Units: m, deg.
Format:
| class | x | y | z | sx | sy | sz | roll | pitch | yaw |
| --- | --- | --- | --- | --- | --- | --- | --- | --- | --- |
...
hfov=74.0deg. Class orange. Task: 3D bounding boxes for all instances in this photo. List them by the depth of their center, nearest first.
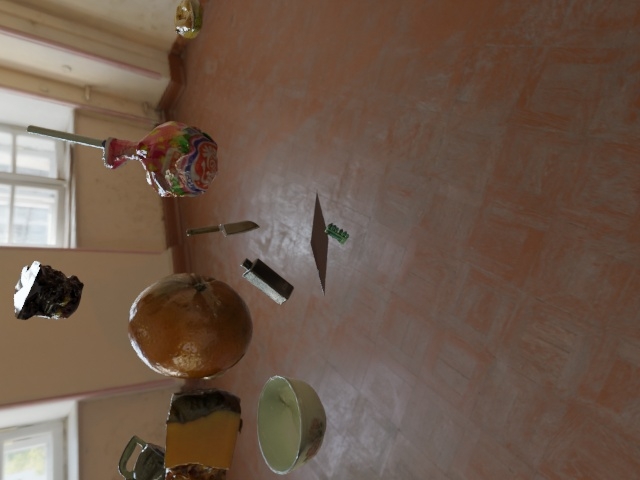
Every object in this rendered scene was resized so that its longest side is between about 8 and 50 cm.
| class | x | y | z | sx | sy | sz | roll | pitch | yaw |
| --- | --- | --- | --- | --- | --- | --- | --- | --- | --- |
| orange | -0.250 | 0.160 | 0.840 | 0.240 | 0.239 | 0.172 | 39 | 114 | 46 |

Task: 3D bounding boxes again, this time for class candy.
| class | x | y | z | sx | sy | sz | roll | pitch | yaw |
| --- | --- | --- | --- | --- | --- | --- | --- | --- | --- |
| candy | -0.341 | -0.156 | 0.707 | 0.364 | 0.124 | 0.124 | 13 | 99 | 12 |

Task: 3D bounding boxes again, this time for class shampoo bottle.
| class | x | y | z | sx | sy | sz | roll | pitch | yaw |
| --- | --- | --- | --- | --- | --- | --- | --- | --- | --- |
| shampoo bottle | -0.233 | 0.166 | 1.813 | 0.079 | 0.246 | 0.080 | -37 | 18 | 43 |

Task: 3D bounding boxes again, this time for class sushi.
| class | x | y | z | sx | sy | sz | roll | pitch | yaw |
| --- | --- | --- | --- | --- | --- | --- | --- | --- | --- |
| sushi | -0.791 | 0.156 | 1.249 | 0.172 | 0.150 | 0.153 | 5 | 74 | 46 |

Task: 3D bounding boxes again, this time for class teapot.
| class | x | y | z | sx | sy | sz | roll | pitch | yaw |
| --- | --- | --- | --- | --- | --- | --- | --- | --- | --- |
| teapot | -0.462 | 0.603 | 1.129 | 0.108 | 0.149 | 0.111 | -57 | 11 | -24 |

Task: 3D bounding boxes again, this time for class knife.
| class | x | y | z | sx | sy | sz | roll | pitch | yaw |
| --- | --- | --- | --- | --- | --- | --- | --- | --- | --- |
| knife | -0.309 | -0.033 | 1.375 | 0.022 | 0.255 | 0.046 | -42 | 66 | 46 |

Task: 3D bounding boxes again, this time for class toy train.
| class | x | y | z | sx | sy | sz | roll | pitch | yaw |
| --- | --- | --- | --- | --- | --- | --- | --- | --- | --- |
| toy train | 0.053 | -0.023 | 1.391 | 0.045 | 0.092 | 0.029 | -55 | 32 | 12 |

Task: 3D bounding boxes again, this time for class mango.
| class | x | y | z | sx | sy | sz | roll | pitch | yaw |
| --- | --- | --- | --- | --- | --- | --- | --- | --- | --- |
| mango | -0.345 | -0.592 | 1.133 | 0.187 | 0.066 | 0.101 | 49 | 120 | 49 |

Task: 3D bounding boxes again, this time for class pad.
| class | x | y | z | sx | sy | sz | roll | pitch | yaw |
| --- | --- | --- | --- | --- | --- | --- | --- | --- | --- |
| pad | 0.000 | 0.000 | 1.600 | 0.368 | 0.007 | 0.248 | -84 | -16 | -54 |

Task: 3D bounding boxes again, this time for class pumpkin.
| class | x | y | z | sx | sy | sz | roll | pitch | yaw |
| --- | --- | --- | --- | --- | --- | --- | --- | --- | --- |
| pumpkin | -0.224 | 0.413 | 0.784 | 0.281 | 0.139 | 0.190 | -105 | 28 | -52 |

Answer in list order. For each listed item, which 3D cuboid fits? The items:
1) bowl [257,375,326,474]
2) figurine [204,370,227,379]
| class | x | y | z | sx | sy | sz | roll | pitch | yaw |
| --- | --- | --- | --- | --- | --- | --- | --- | --- | --- |
| bowl | -0.076 | 0.561 | 1.316 | 0.277 | 0.145 | 0.278 | -17 | 68 | 51 |
| figurine | -0.402 | 0.321 | 1.357 | 0.285 | 0.342 | 0.167 | 44 | 104 | -3 |
